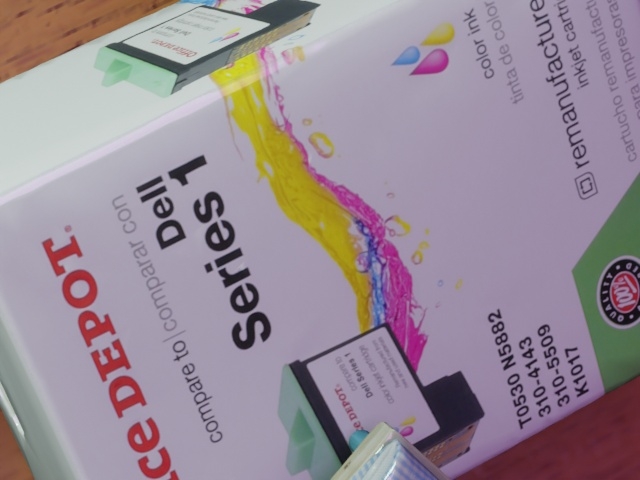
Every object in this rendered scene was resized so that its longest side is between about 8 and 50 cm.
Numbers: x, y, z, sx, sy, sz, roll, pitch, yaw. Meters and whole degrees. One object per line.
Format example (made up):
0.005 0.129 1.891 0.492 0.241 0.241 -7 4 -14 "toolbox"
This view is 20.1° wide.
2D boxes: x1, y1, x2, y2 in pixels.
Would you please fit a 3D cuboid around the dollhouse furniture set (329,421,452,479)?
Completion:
0.009 0.201 0.612 0.303 0.198 0.286 -48 120 -6 "dollhouse furniture set"

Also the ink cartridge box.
0.000 0.000 0.725 0.278 0.117 0.201 -27 116 -15 "ink cartridge box"
